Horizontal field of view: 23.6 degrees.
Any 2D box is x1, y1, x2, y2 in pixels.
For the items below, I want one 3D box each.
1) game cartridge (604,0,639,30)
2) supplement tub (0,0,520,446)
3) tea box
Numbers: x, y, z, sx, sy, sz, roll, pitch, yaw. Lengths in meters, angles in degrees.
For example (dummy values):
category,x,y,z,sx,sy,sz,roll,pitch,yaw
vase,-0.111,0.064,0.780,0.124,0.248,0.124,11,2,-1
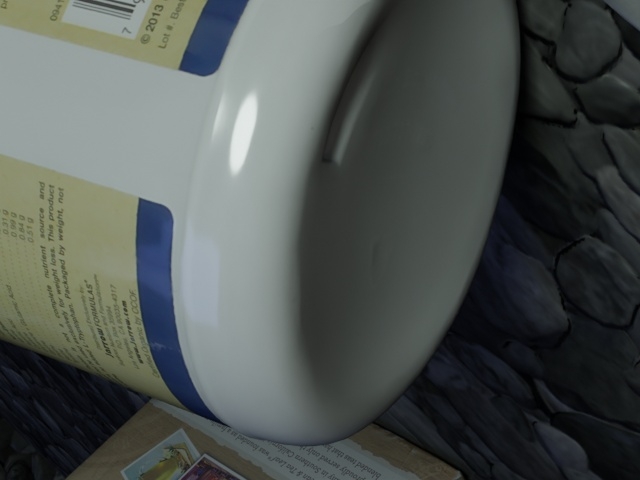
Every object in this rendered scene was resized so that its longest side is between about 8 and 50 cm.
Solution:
category,x,y,z,sx,sy,sz,roll,pitch,yaw
game cartridge,0.142,-0.093,0.316,0.355,0.068,0.230,46,163,26
supplement tub,-0.097,-0.063,0.663,0.316,0.228,0.228,17,148,27
tea box,-0.005,0.304,1.263,0.329,0.220,0.323,22,149,49
